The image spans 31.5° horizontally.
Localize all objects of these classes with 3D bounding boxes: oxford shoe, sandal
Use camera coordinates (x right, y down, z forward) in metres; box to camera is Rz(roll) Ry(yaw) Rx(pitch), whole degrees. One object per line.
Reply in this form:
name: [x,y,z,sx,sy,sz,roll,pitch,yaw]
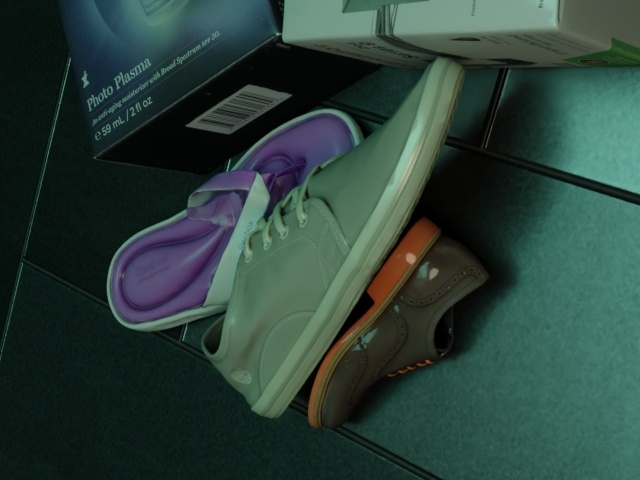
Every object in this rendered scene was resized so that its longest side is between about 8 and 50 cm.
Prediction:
oxford shoe: [0.071,0.108,1.143,0.098,0.097,0.271,34,123,8]
sandal: [-0.114,-0.002,1.287,0.416,0.102,0.169,-35,67,31]
oxford shoe: [0.000,0.000,1.118,0.130,0.169,0.449,33,125,2]

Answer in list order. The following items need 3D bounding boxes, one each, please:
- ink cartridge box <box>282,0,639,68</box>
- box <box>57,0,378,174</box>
ink cartridge box: [0.139,-0.227,1.033,0.289,0.211,0.121,6,93,39]
box: [-0.134,-0.271,1.270,0.296,0.183,0.294,-28,69,34]
